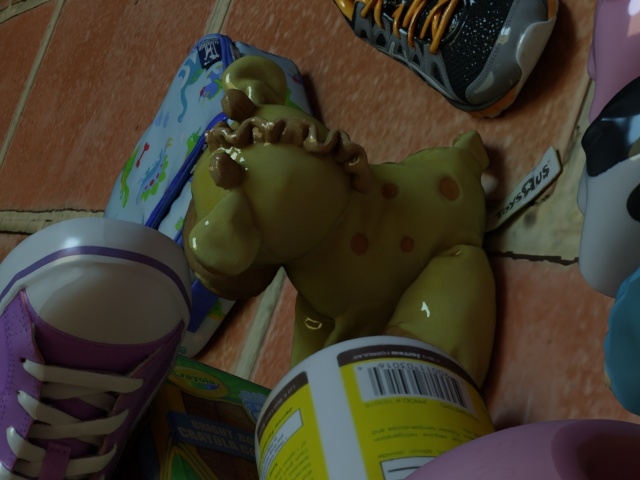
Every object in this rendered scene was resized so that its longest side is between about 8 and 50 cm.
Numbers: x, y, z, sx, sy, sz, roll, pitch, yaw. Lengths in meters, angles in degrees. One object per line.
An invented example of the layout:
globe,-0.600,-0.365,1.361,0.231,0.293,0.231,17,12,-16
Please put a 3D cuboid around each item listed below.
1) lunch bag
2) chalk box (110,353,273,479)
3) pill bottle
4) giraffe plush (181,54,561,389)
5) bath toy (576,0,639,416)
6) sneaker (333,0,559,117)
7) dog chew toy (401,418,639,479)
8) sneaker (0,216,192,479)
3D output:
lunch bag,-0.087,-0.032,1.152,0.219,0.090,0.176,-54,30,30
chalk box,-0.061,0.157,0.873,0.132,0.132,0.213,-59,26,19
pill bottle,0.039,0.148,0.687,0.117,0.117,0.215,-55,26,25
giraffe plush,0.000,0.000,0.832,0.210,0.170,0.181,-58,25,21
bath toy,0.173,-0.080,0.587,0.348,0.151,0.129,-85,9,-50
sneaker,0.064,-0.133,0.923,0.084,0.083,0.215,-63,28,3
dog chew toy,0.060,0.227,0.494,0.206,0.207,0.331,-124,51,-62
sneaker,-0.134,0.122,0.788,0.282,0.102,0.161,120,154,-44
